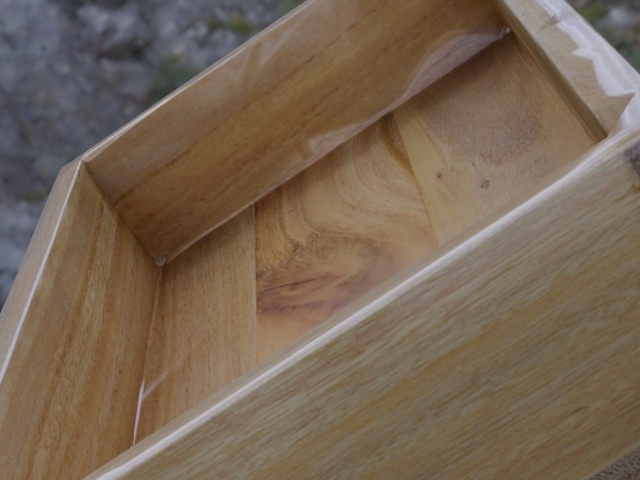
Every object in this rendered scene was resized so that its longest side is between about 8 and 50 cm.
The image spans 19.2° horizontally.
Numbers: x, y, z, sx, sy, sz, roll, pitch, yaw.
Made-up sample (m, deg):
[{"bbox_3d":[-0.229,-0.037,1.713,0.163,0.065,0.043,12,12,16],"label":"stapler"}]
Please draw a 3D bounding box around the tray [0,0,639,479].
[{"bbox_3d":[0.000,0.000,0.590,0.203,0.076,0.411,-34,14,8],"label":"tray"}]
